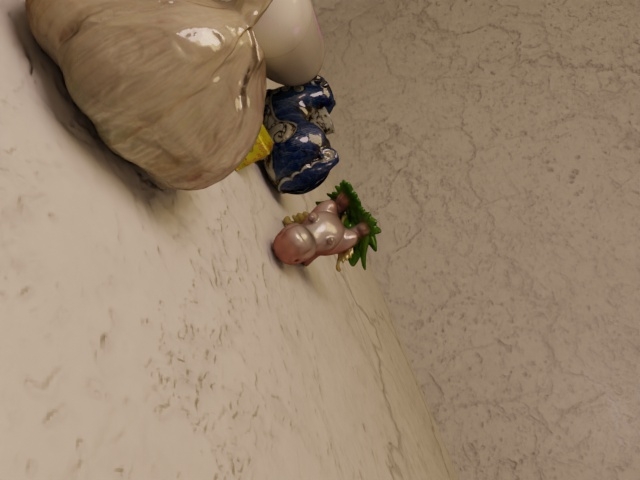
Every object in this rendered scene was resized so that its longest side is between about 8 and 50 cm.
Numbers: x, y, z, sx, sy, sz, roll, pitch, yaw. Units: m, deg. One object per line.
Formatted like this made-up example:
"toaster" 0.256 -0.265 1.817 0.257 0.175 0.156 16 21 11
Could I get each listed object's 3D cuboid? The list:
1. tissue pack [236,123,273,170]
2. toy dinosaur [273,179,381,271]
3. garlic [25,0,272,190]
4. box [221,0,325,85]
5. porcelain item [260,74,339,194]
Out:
"tissue pack" -0.142 -0.206 0.700 0.176 0.062 0.095 62 10 -20
"toy dinosaur" 0.003 0.006 0.749 0.152 0.177 0.194 59 -20 -1
"garlic" -0.098 -0.166 0.386 0.218 0.212 0.218 54 16 -23
"box" -0.133 -0.396 0.777 0.289 0.141 0.349 34 9 3
"porcelain item" -0.040 -0.218 0.915 0.138 0.186 0.288 60 9 -46
